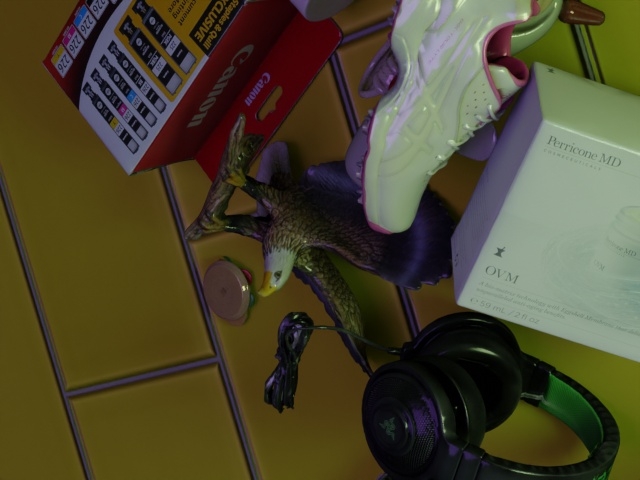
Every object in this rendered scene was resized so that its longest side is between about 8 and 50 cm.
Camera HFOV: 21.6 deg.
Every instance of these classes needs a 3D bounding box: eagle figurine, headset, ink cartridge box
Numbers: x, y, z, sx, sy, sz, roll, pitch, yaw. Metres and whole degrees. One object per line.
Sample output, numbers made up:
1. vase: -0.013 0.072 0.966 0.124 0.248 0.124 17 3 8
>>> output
1. eagle figurine: -0.005 0.009 1.983 0.298 0.225 0.226 27 166 0
2. headset: 0.124 0.189 1.824 0.394 0.243 0.185 26 118 17
3. ink cartridge box: -0.161 -0.236 2.058 0.272 0.130 0.309 51 128 17

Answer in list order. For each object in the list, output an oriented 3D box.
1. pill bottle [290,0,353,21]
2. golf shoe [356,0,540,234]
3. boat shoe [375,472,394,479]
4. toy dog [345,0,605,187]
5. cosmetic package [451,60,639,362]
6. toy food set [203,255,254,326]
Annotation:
1. pill bottle: -0.042 -0.365 1.927 0.221 0.121 0.121 52 128 18
2. golf shoe: 0.123 -0.131 1.654 0.140 0.115 0.306 20 119 14
3. boat shoe: 0.088 0.315 2.029 0.078 0.070 0.219 46 126 22
4. toy dog: 0.173 -0.184 1.776 0.161 0.220 0.333 28 132 -12
5. cosmetic package: 0.275 -0.024 1.667 0.224 0.138 0.224 17 119 -8
6. toy food set: -0.119 0.064 2.172 0.083 0.020 0.082 41 124 26
